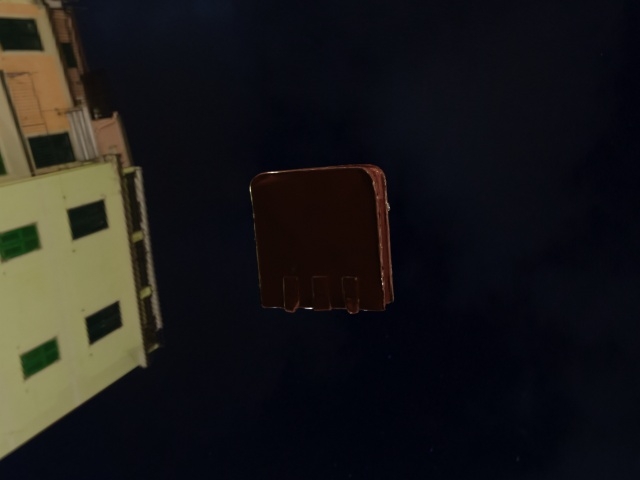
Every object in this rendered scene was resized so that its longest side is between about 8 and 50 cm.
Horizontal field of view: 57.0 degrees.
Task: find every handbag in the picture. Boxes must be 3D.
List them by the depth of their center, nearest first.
[{"bbox_3d":[0.000,-0.001,1.107,0.260,0.084,0.276,-3,-80,18],"label":"handbag"}]
